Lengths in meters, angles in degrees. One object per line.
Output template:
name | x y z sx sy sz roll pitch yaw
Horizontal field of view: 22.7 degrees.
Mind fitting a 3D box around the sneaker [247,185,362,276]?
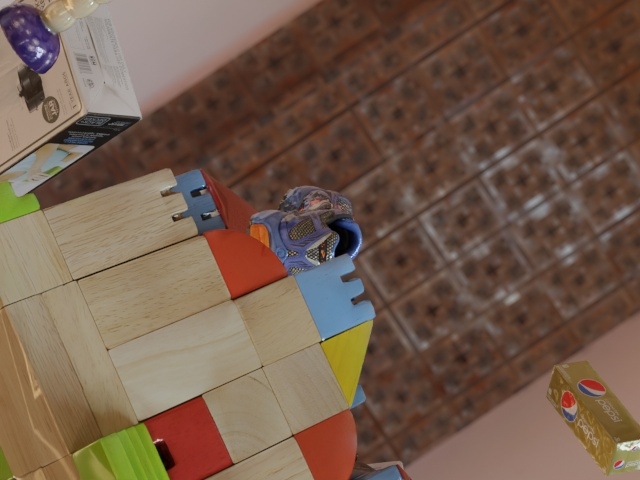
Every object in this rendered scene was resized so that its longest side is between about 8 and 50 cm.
sneaker | 0.000 0.000 1.478 0.221 0.087 0.083 -44 134 -70

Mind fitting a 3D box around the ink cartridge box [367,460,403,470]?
ink cartridge box | 0.106 0.483 2.220 0.186 0.065 0.311 -96 -177 -55

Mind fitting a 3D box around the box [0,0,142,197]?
box | -0.346 -0.150 1.779 0.087 0.290 0.169 1 65 -53

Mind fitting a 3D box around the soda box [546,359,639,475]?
soda box | 0.391 0.250 2.254 0.181 0.058 0.061 -124 -145 -49

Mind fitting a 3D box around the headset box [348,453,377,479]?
headset box | 0.007 0.196 1.186 0.062 0.083 0.032 18 2 -43

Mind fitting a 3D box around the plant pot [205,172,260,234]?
plant pot | -0.203 0.060 2.283 0.236 0.267 0.267 54 31 -7

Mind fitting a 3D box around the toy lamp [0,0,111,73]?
toy lamp | -0.156 -0.248 1.399 0.080 0.274 0.080 54 13 -19

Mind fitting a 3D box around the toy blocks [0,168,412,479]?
toy blocks | -0.071 0.099 1.042 0.190 0.261 0.381 -31 -97 55
